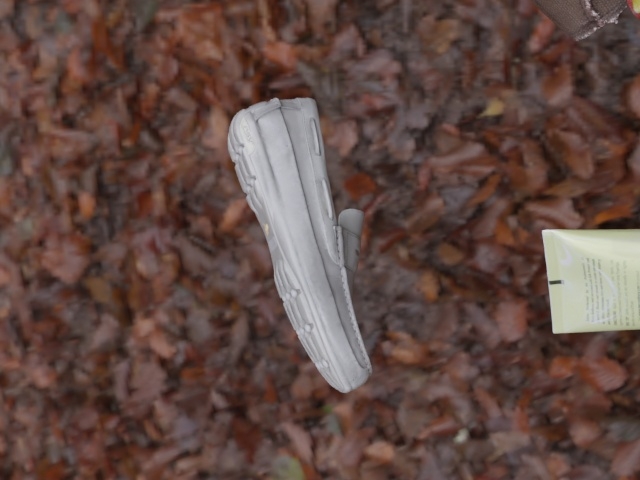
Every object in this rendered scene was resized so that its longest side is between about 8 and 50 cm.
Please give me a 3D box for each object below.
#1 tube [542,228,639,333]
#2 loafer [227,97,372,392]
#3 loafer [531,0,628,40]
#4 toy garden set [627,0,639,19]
[{"bbox_3d":[0.263,0.021,0.765,0.240,0.062,0.070,-4,89,15],"label":"tube"},{"bbox_3d":[0.000,0.000,1.286,0.112,0.111,0.320,154,98,-75],"label":"loafer"},{"bbox_3d":[0.278,-0.246,0.846,0.130,0.365,0.134,64,170,-9],"label":"loafer"},{"bbox_3d":[0.218,-0.228,0.571,0.203,0.049,0.244,-12,78,51],"label":"toy garden set"}]
